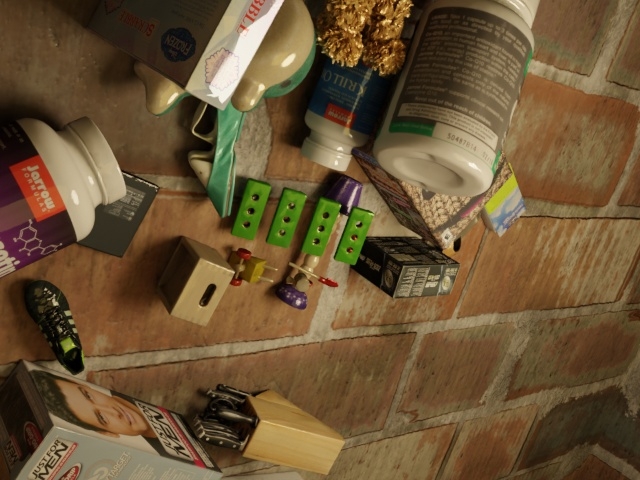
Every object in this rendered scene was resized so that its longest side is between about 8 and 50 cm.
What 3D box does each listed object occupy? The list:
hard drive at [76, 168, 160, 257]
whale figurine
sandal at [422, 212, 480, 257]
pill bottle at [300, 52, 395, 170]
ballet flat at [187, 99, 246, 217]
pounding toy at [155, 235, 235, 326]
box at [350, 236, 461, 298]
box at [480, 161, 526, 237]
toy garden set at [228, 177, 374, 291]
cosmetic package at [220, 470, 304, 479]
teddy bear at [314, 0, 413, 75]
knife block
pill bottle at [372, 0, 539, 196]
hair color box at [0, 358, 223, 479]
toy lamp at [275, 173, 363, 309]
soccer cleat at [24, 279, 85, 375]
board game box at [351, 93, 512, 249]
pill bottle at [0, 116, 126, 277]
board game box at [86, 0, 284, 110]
[{"bbox_3d":[-0.329,-0.044,1.125,0.094,0.022,0.135,24,98,-45],"label":"hard drive"},{"bbox_3d":[-0.135,-0.268,1.048,0.272,0.216,0.141,-26,158,4],"label":"whale figurine"},{"bbox_3d":[0.306,0.001,1.640,0.219,0.060,0.090,-40,133,-14],"label":"sandal"},{"bbox_3d":[0.045,-0.241,1.241,0.124,0.124,0.222,9,108,-42],"label":"pill bottle"},{"bbox_3d":[-0.174,-0.159,1.157,0.087,0.083,0.247,6,112,-15],"label":"ballet flat"},{"bbox_3d":[-0.219,0.084,1.228,0.100,0.130,0.141,24,98,-32],"label":"pounding toy"},{"bbox_3d":[0.183,0.055,1.512,0.180,0.147,0.078,0,114,-40],"label":"box"},{"bbox_3d":[0.429,-0.102,1.693,0.109,0.042,0.178,-45,135,-8],"label":"box"},{"bbox_3d":[-0.050,0.005,1.311,0.244,0.049,0.204,15,108,-18],"label":"toy garden set"},{"bbox_3d":[-0.220,0.655,1.528,0.453,0.161,0.230,13,106,-43],"label":"cosmetic package"},{"bbox_3d":[0.083,-0.427,1.091,0.245,0.113,0.338,22,84,-25],"label":"teddy bear"},{"bbox_3d":[-0.112,0.391,1.413,0.088,0.275,0.242,-62,164,9],"label":"knife block"},{"bbox_3d":[0.237,-0.274,1.179,0.204,0.204,0.361,31,75,-45],"label":"pill bottle"},{"bbox_3d":[-0.364,0.352,1.215,0.114,0.185,0.374,-54,135,0],"label":"hair color box"},{"bbox_3d":[0.000,0.000,1.383,0.080,0.080,0.275,20,103,-44],"label":"toy lamp"},{"bbox_3d":[-0.418,0.140,1.125,0.060,0.072,0.179,-29,130,-23],"label":"soccer cleat"},{"bbox_3d":[0.229,-0.166,1.422,0.232,0.141,0.291,-48,135,-6],"label":"board game box"},{"bbox_3d":[-0.433,-0.046,0.928,0.323,0.181,0.182,-29,130,-23],"label":"pill bottle"},{"bbox_3d":[-0.143,-0.358,0.884,0.066,0.318,0.318,24,99,-45],"label":"board game box"}]
